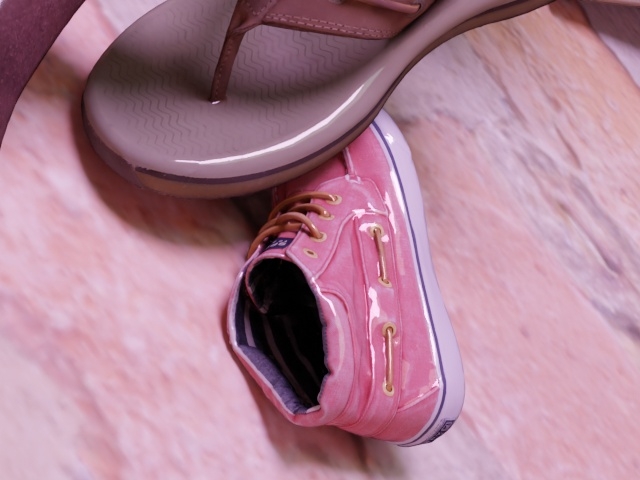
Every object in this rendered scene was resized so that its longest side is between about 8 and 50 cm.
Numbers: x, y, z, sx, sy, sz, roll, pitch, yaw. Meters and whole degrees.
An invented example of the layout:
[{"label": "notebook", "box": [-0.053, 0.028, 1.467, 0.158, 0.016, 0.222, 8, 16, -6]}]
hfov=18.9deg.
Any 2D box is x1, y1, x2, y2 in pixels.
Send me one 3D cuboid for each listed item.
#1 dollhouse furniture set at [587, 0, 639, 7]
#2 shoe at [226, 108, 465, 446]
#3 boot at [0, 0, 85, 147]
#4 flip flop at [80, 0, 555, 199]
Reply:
[{"label": "dollhouse furniture set", "box": [0.157, -0.254, 1.232, 0.286, 0.198, 0.303, 1, 86, -24]}, {"label": "shoe", "box": [0.000, 0.000, 0.798, 0.081, 0.063, 0.178, 13, 52, -47]}, {"label": "boot", "box": [-0.117, -0.074, 0.678, 0.248, 0.090, 0.207, 6, 56, -15]}, {"label": "flip flop", "box": [0.020, -0.114, 0.804, 0.112, 0.277, 0.080, 52, -15, 34]}]
